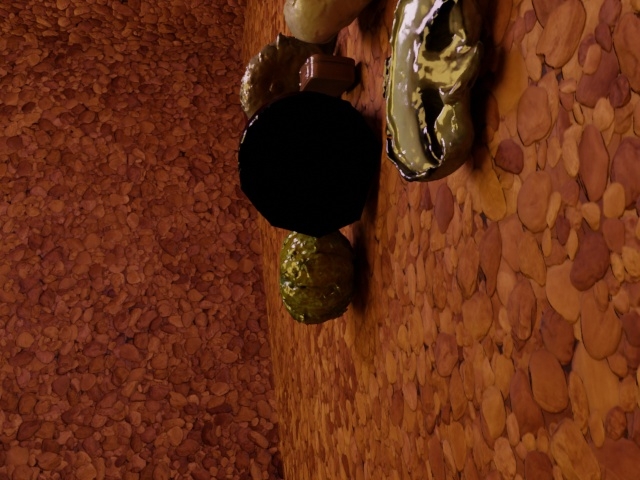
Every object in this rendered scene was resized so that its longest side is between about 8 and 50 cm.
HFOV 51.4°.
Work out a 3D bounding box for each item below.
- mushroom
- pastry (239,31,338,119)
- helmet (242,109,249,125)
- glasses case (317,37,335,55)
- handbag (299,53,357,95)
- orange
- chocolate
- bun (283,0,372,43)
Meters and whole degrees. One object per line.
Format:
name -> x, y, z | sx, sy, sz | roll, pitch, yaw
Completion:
mushroom -> 0.211, -0.275, 1.151 | 0.247, 0.130, 0.344 | 3, 97, 61
pastry -> -0.098, -0.465, 2.048 | 0.136, 0.329, 0.330 | -112, 23, -71
helmet -> -0.133, -0.340, 2.384 | 0.337, 0.230, 0.385 | 95, 156, -66
glasses case -> 0.006, -0.618, 2.096 | 0.205, 0.070, 0.047 | 109, 152, -56
handbag -> 0.021, -0.463, 1.871 | 0.193, 0.151, 0.072 | 162, 109, -79
orange -> -0.003, 0.081, 1.882 | 0.300, 0.223, 0.301 | -85, -5, -73
chocolate -> -0.037, -0.232, 1.821 | 0.331, 0.383, 0.384 | -82, -6, -75
bun -> 0.033, -0.653, 1.674 | 0.361, 0.213, 0.361 | -165, 90, -78
